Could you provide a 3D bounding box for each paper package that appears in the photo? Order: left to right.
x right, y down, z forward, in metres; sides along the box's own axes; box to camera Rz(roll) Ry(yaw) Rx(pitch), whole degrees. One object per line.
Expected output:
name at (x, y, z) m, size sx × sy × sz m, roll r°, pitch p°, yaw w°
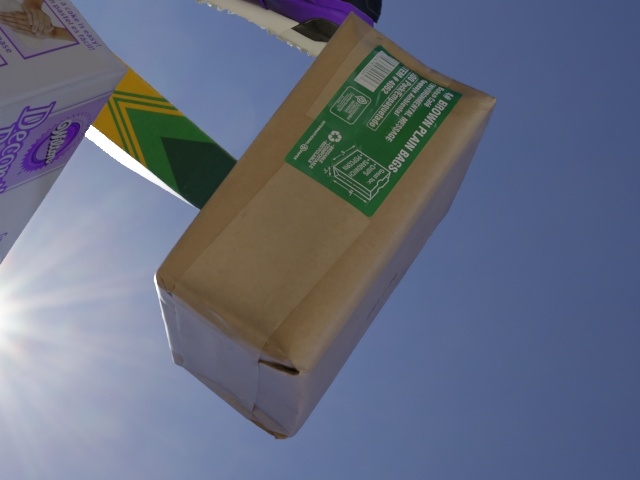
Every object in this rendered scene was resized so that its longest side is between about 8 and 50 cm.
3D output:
paper package at (0.000, 0.000, 1.051) m, size 0.168 × 0.309 × 0.325 m, roll 34°, pitch -109°, yaw 8°

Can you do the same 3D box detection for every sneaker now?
sneaker at (-0.059, -0.315, 1.178) m, size 0.146 × 0.293 × 0.102 m, roll -60°, pitch -165°, yaw 20°

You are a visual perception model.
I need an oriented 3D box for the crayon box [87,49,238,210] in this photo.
crayon box at (-0.262, -0.169, 1.246) m, size 0.081 × 0.318 × 0.202 m, roll -54°, pitch -139°, yaw -6°

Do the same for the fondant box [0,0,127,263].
fondant box at (-0.281, -0.006, 0.535) m, size 0.096 × 0.330 × 0.238 m, roll 49°, pitch -51°, yaw 5°
